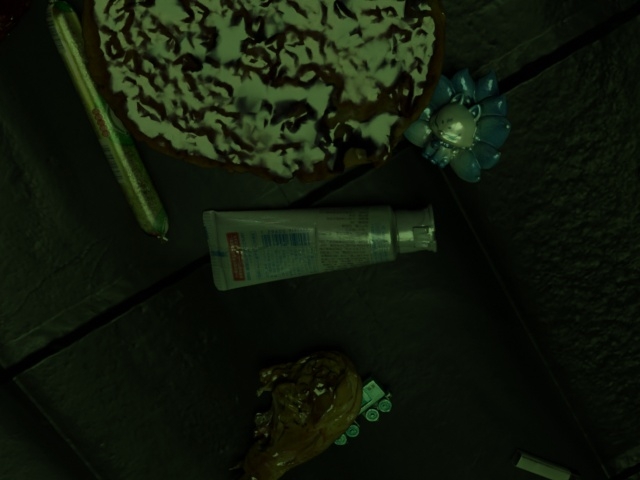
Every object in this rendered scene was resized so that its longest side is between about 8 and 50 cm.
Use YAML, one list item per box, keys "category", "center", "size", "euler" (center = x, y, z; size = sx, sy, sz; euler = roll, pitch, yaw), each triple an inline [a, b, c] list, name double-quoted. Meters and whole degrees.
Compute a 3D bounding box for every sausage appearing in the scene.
- category: "sausage"
  center: [-0.204, -0.113, 1.043]
  size: [0.033, 0.033, 0.269]
  euler: [-21, 112, 1]

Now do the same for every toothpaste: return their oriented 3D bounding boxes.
- category: "toothpaste"
  center: [0.000, 0.000, 1.106]
  size: [0.234, 0.057, 0.089]
  euler: [-7, 110, 3]

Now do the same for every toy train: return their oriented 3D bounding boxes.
- category: "toy train"
  center: [0.038, 0.189, 1.194]
  size: [0.092, 0.029, 0.045]
  euler: [-38, 103, 9]

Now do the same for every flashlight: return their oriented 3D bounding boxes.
- category: "flashlight"
  center: [0.263, 0.266, 1.255]
  size: [0.083, 0.018, 0.018]
  euler: [22, 105, -15]

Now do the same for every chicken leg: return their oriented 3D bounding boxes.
- category: "chicken leg"
  center: [-0.039, 0.204, 1.159]
  size: [0.101, 0.085, 0.207]
  euler: [27, 109, -40]

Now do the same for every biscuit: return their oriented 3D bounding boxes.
- category: "biscuit"
  center: [-0.050, -0.199, 1.005]
  size: [0.334, 0.081, 0.289]
  euler: [19, 108, -9]

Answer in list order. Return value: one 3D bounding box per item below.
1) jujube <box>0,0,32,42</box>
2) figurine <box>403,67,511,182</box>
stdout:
- category: "jujube"
  center: [-0.326, -0.206, 0.965]
  size: [0.166, 0.104, 0.104]
  euler: [-37, 111, 22]
- category: "figurine"
  center: [0.141, -0.121, 1.057]
  size: [0.114, 0.079, 0.114]
  euler: [1, 91, 34]
